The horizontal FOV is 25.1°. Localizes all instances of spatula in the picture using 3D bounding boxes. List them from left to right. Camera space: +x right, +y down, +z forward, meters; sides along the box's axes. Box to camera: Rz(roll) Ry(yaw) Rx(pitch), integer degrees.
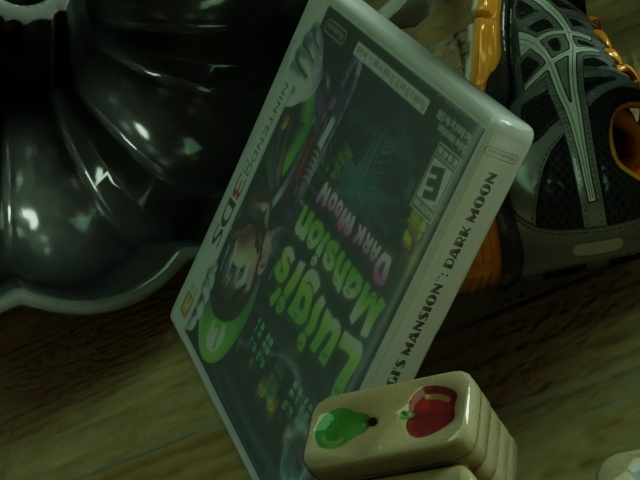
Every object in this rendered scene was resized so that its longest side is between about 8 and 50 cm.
[{"bbox_3d":[0.094,-0.169,0.726,0.168,0.019,0.242,-42,8,18],"label":"spatula"}]

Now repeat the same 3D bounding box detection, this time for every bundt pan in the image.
[{"bbox_3d":[-0.153,-0.121,0.717,0.331,0.331,0.124,-41,7,-15],"label":"bundt pan"}]

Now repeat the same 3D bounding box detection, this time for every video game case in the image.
[{"bbox_3d":[0.000,0.000,0.573,0.173,0.022,0.190,-65,27,15],"label":"video game case"}]

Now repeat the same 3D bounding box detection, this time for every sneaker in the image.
[{"bbox_3d":[0.101,-0.052,0.607,0.083,0.084,0.215,-1,40,14],"label":"sneaker"}]

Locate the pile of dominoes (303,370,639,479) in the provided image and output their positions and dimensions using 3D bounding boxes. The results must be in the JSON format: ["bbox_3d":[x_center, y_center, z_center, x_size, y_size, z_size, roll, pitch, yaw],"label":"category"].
[{"bbox_3d":[0.002,0.152,0.392,0.196,0.040,0.251,-14,42,28],"label":"pile of dominoes"}]
